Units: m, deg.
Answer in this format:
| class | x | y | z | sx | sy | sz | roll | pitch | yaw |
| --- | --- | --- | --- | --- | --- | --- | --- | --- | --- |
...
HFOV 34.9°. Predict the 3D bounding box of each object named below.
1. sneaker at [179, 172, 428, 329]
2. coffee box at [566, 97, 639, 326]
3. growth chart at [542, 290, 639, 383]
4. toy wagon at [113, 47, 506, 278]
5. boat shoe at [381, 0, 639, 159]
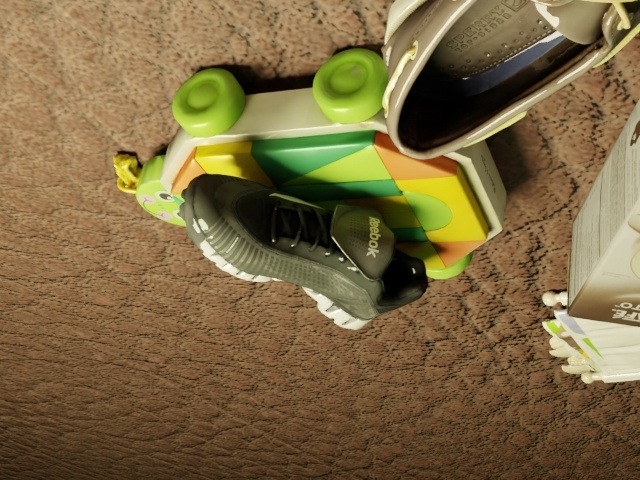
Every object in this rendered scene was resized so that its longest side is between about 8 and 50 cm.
| class | x | y | z | sx | sy | sz | roll | pitch | yaw |
| --- | --- | --- | --- | --- | --- | --- | --- | --- | --- |
| sneaker | 0.000 | 0.000 | 0.785 | 0.106 | 0.078 | 0.234 | -17 | 146 | 37 |
| coffee box | 0.286 | -0.023 | 0.765 | 0.141 | 0.098 | 0.246 | 9 | 152 | 3 |
| growth chart | 0.322 | 0.103 | 1.077 | 0.172 | 0.021 | 0.237 | -5 | 149 | 26 |
| toy wagon | -0.024 | -0.042 | 0.862 | 0.345 | 0.068 | 0.267 | -3 | 150 | 23 |
| boat shoe | 0.140 | -0.148 | 0.576 | 0.117 | 0.096 | 0.324 | 24 | 149 | -23 |
